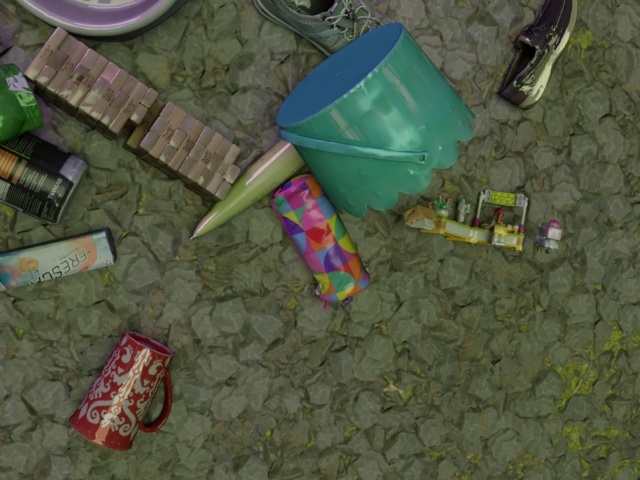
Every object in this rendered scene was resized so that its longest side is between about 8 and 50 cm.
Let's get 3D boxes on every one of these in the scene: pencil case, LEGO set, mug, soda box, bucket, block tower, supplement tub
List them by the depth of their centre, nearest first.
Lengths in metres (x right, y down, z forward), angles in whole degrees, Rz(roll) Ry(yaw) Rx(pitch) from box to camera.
[{"bbox_3d":[-0.467,-0.112,1.018,0.191,0.117,0.116,27,91,-15],"label":"supplement tub"},{"bbox_3d":[0.077,-0.189,1.038,0.281,0.281,0.183,-43,114,-4],"label":"bucket"},{"bbox_3d":[-0.284,-0.186,1.045,0.336,0.097,0.090,34,76,-21],"label":"block tower"},{"bbox_3d":[-0.427,0.029,1.074,0.183,0.063,0.058,-14,100,-11],"label":"soda box"},{"bbox_3d":[-0.320,0.248,1.125,0.113,0.150,0.169,26,86,21],"label":"mug"},{"bbox_3d":[0.000,0.000,1.153,0.105,0.104,0.236,-27,102,-8],"label":"pencil case"},{"bbox_3d":[0.283,-0.050,1.202,0.287,0.132,0.107,11,86,-8],"label":"LEGO set"}]

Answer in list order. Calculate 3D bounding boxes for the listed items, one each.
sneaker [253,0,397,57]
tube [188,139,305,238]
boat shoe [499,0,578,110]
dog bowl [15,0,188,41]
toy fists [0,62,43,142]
[{"bbox_3d":[0.025,-0.360,1.097,0.282,0.115,0.105,17,94,-15],"label":"sneaker"},{"bbox_3d":[-0.129,-0.080,1.119,0.240,0.062,0.070,-41,148,-8],"label":"tube"},{"bbox_3d":[0.391,-0.350,1.202,0.074,0.080,0.223,18,98,-20],"label":"boat shoe"},{"bbox_3d":[-0.328,-0.458,0.962,0.349,0.102,0.348,-3,113,-6],"label":"dog bowl"},{"bbox_3d":[-0.516,-0.249,0.941,0.142,0.096,0.279,-27,77,-26],"label":"toy fists"}]
